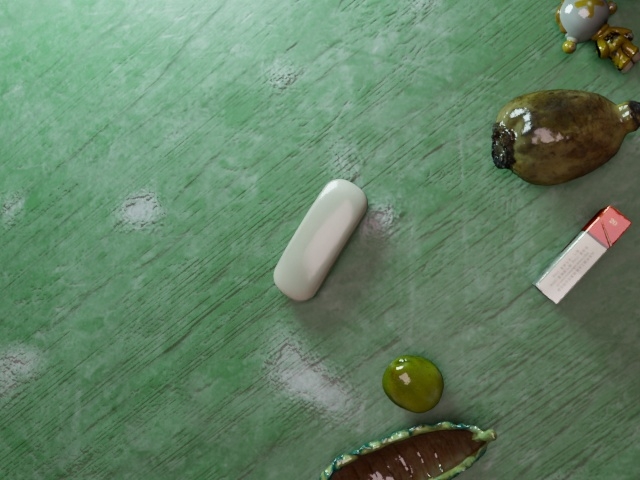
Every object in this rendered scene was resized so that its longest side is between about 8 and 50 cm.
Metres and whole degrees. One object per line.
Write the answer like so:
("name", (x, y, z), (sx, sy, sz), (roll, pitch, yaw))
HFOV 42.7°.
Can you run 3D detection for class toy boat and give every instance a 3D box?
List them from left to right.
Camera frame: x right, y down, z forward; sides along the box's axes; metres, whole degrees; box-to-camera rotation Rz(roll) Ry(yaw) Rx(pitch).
("toy boat", (0.134, 0.332, 1.214), (0.293, 0.099, 0.108), (-28, 84, 17))

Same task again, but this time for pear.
("pear", (0.138, 0.210, 1.219), (0.092, 0.097, 0.092), (-12, 53, 16))

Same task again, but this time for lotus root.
("lotus root", (0.351, -0.151, 1.170), (0.214, 0.138, 0.138), (-8, 86, 10))

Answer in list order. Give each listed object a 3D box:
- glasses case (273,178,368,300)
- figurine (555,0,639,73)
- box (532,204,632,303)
("glasses case", (0.000, 0.000, 1.273), (0.081, 0.051, 0.204), (34, 95, 10))
("figurine", (0.402, -0.304, 1.194), (0.101, 0.068, 0.143), (-20, 85, -6))
("box", (0.371, 0.021, 1.172), (0.048, 0.100, 0.152), (44, 97, 7))
